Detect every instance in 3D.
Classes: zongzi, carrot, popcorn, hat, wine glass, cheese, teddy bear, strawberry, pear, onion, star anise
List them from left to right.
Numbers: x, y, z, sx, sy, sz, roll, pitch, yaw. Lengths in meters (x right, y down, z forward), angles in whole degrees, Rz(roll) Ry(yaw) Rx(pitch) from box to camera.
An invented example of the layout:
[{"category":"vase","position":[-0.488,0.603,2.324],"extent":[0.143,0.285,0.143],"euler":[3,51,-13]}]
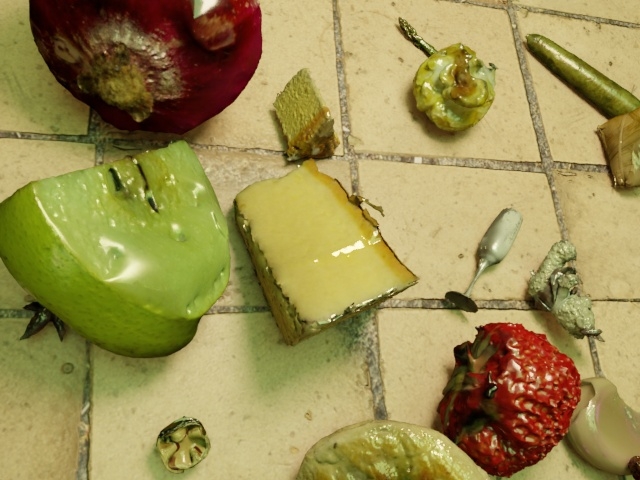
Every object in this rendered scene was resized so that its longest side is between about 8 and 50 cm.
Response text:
[{"category":"star anise","position":[-0.417,0.103,0.921],"extent":[0.129,0.056,0.124],"euler":[3,78,-32]},{"category":"pear","position":[-0.299,0.034,0.889],"extent":[0.318,0.238,0.342],"euler":[61,31,-4]},{"category":"onion","position":[-0.279,-0.426,1.022],"extent":[0.398,0.398,0.420],"euler":[26,41,-5]},{"category":"hat","position":[-0.218,0.319,0.895],"extent":[0.077,0.059,0.076],"euler":[-23,93,-17]},{"category":"popcorn","position":[0.302,-0.332,1.228],"extent":[0.197,0.212,0.198],"euler":[0,100,-2]},{"category":"wine glass","position":[0.348,0.031,1.167],"extent":[0.074,0.074,0.262],"euler":[38,64,0]},{"category":"strawberry","position":[0.334,0.277,0.966],"extent":[0.257,0.261,0.261],"euler":[26,64,4]},{"category":"teddy bear","position":[0.483,0.111,1.144],"extent":[0.111,0.133,0.213],"euler":[-14,63,7]},{"category":"carrot","position":[0.666,-0.414,1.429],"extent":[0.358,0.074,0.074],"euler":[39,64,2]},{"category":"cheese","position":[0.601,0.393,1.096],"extent":[0.286,0.082,0.163],"euler":[36,66,-4]},{"category":"zongzi","position":[0.762,-0.233,1.317],"extent":[0.099,0.197,0.195],"euler":[3,71,-25]}]

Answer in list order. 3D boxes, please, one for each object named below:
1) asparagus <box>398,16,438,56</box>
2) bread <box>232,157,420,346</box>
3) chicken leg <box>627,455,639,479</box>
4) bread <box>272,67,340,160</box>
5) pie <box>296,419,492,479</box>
[{"category":"asparagus","position":[0.271,-0.448,1.346],"extent":[0.236,0.034,0.027],"euler":[42,72,5]},{"category":"bread","position":[0.000,0.000,0.974],"extent":[0.248,0.279,0.316],"euler":[-25,90,-16]},{"category":"chicken leg","position":[0.656,0.535,1.027],"extent":[0.322,0.083,0.177],"euler":[38,61,-18]},{"category":"bread","position":[-0.012,-0.250,1.129],"extent":[0.127,0.152,0.147],"euler":[-11,71,-28]},{"category":"pie","position":[0.117,0.428,0.873],"extent":[0.337,0.075,0.338],"euler":[0,88,13]}]
